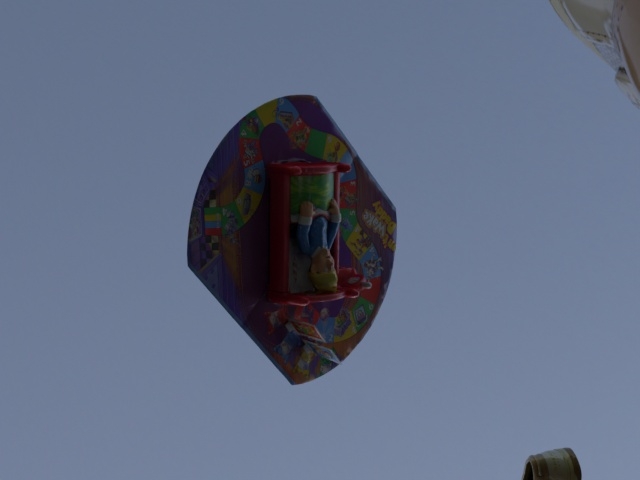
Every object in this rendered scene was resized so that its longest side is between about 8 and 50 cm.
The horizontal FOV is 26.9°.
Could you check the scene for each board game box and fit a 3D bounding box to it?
[{"bbox_3d":[0.000,0.000,0.764,0.133,0.033,0.169,-56,-50,-25],"label":"board game box"}]

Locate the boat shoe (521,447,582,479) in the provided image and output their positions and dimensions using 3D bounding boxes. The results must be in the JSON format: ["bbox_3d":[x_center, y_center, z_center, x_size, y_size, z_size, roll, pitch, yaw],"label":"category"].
[{"bbox_3d":[0.189,0.248,1.207,0.048,0.056,0.153,-1,-49,-20],"label":"boat shoe"}]

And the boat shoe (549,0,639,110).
[{"bbox_3d":[0.198,-0.026,0.445,0.341,0.110,0.121,20,-49,-35],"label":"boat shoe"}]
